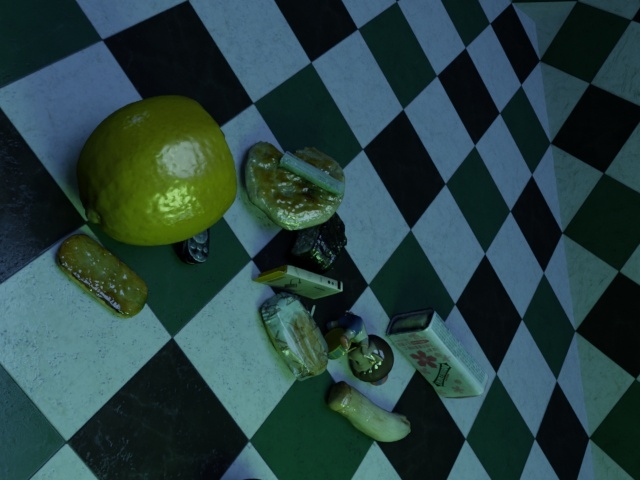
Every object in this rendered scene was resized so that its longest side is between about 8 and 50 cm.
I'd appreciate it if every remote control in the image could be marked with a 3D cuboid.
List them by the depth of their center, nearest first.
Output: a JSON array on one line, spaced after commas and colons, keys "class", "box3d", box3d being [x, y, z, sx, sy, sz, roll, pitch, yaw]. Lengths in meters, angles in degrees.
[{"class": "remote control", "box3d": [-0.340, -0.061, 1.791, 0.090, 0.066, 0.265, 29, 53, -52]}]

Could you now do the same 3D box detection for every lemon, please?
[{"class": "lemon", "box3d": [-0.396, -0.147, 1.563, 0.364, 0.364, 0.364, 17, 65, -41]}]

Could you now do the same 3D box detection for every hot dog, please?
[{"class": "hot dog", "box3d": [-0.072, 0.277, 1.932, 0.163, 0.082, 0.270, -33, 98, -45]}]

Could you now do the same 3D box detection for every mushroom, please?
[{"class": "mushroom", "box3d": [0.157, 0.536, 2.073, 0.351, 0.095, 0.122, 36, 36, -34]}]

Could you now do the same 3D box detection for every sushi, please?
[{"class": "sushi", "box3d": [0.000, 0.000, 2.064, 0.127, 0.124, 0.225, 47, 42, -29]}]

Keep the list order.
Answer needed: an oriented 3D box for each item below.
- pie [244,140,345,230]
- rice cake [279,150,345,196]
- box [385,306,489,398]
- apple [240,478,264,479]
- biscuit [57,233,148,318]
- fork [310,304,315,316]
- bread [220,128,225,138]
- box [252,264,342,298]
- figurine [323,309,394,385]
[{"class": "pie", "box3d": [-0.072, -0.172, 2.007, 0.338, 0.075, 0.337, 12, 55, -17]}, {"class": "rice cake", "box3d": [-0.021, -0.194, 1.976, 0.211, 0.034, 0.043, 28, 59, -7]}, {"class": "box", "box3d": [0.396, 0.387, 2.295, 0.369, 0.190, 0.112, 47, 48, -23]}, {"class": "apple", "box3d": [-0.153, 0.703, 1.607, 0.254, 0.254, 0.253, 17, 65, -41]}, {"class": "biscuit", "box3d": [-0.509, 0.085, 1.586, 0.247, 0.029, 0.118, 46, 42, -25]}, {"class": "fork", "box3d": [-0.032, 0.242, 2.032, 0.016, 0.012, 0.115, 47, 47, -33]}, {"class": "bread", "box3d": [-0.324, -0.269, 1.879, 0.052, 0.044, 0.157, 53, 45, -11]}, {"class": "box", "box3d": [-0.064, 0.119, 1.955, 0.247, 0.129, 0.033, 21, 61, -40]}, {"class": "figurine", "box3d": [0.129, 0.350, 2.073, 0.158, 0.161, 0.275, -45, 113, 0]}]
